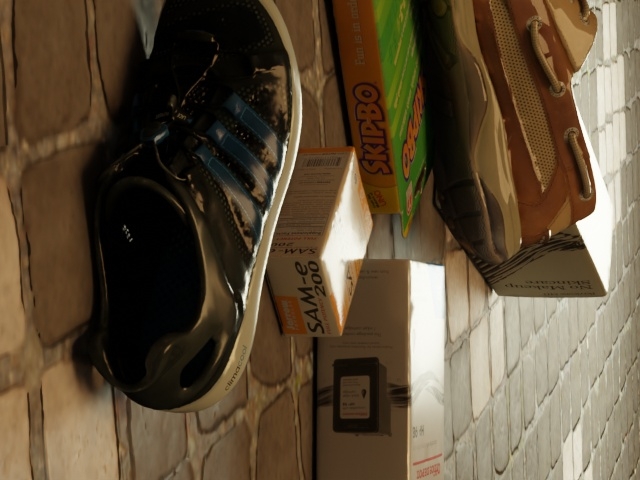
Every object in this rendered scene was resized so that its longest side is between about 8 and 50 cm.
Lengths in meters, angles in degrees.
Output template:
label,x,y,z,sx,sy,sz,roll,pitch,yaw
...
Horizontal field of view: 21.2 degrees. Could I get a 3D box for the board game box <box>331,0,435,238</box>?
label,x,y,z,sx,sy,sz,roll,pitch,yaw
board game box,0.041,-0.140,1.125,0.124,0.039,0.259,-65,148,-57

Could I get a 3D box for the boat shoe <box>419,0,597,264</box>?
label,x,y,z,sx,sy,sz,roll,pitch,yaw
boat shoe,0.129,-0.147,1.208,0.123,0.116,0.324,-128,-155,-64

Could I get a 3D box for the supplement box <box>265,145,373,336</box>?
label,x,y,z,sx,sy,sz,roll,pitch,yaw
supplement box,0.000,0.000,0.979,0.098,0.036,0.062,-73,155,-45

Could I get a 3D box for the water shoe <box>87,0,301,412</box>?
label,x,y,z,sx,sy,sz,roll,pitch,yaw
water shoe,-0.054,-0.029,0.734,0.080,0.072,0.203,34,56,-67

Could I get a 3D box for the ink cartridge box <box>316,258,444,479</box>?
label,x,y,z,sx,sy,sz,roll,pitch,yaw
ink cartridge box,0.039,0.102,1.066,0.104,0.060,0.180,8,82,-74

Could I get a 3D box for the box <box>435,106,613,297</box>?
label,x,y,z,sx,sy,sz,roll,pitch,yaw
box,0.180,-0.031,1.464,0.275,0.113,0.094,46,46,-65
